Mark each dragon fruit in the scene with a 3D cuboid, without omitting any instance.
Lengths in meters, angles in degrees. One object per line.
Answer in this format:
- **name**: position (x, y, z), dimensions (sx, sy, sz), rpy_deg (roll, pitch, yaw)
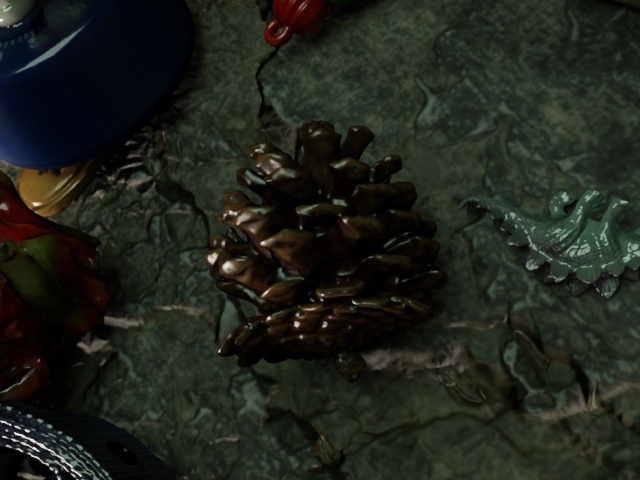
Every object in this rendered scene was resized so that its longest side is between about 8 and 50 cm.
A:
- **dragon fruit**: position (-0.351, 0.053, 0.827), dimensions (0.231, 0.303, 0.237), rpy_deg (-65, 33, 34)

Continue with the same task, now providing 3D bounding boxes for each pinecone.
- **pinecone**: position (0.000, 0.001, 0.731), dimensions (0.186, 0.168, 0.212), rpy_deg (-4, 48, -9)

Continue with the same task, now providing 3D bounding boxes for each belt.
- **belt**: position (-0.217, 0.212, 0.743), dimensions (0.231, 0.126, 0.139), rpy_deg (20, 86, 20)

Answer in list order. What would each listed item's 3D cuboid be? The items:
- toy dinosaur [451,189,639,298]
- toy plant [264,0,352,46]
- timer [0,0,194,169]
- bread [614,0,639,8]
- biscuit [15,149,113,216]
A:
- **toy dinosaur**: position (0.189, -0.005, 0.719), dimensions (0.209, 0.039, 0.082), rpy_deg (21, 79, 33)
- **toy plant**: position (0.030, -0.305, 0.912), dimensions (0.240, 0.088, 0.154), rpy_deg (-28, 59, 16)
- **timer**: position (-0.321, -0.280, 0.878), dimensions (0.271, 0.383, 0.270), rpy_deg (-12, 53, 17)
- **bread**: position (0.306, -0.213, 0.681), dimensions (0.224, 0.184, 0.211), rpy_deg (-22, 64, 18)
- **biscuit**: position (-0.290, -0.094, 1.006), dimensions (0.118, 0.023, 0.140), rpy_deg (27, 81, 33)
